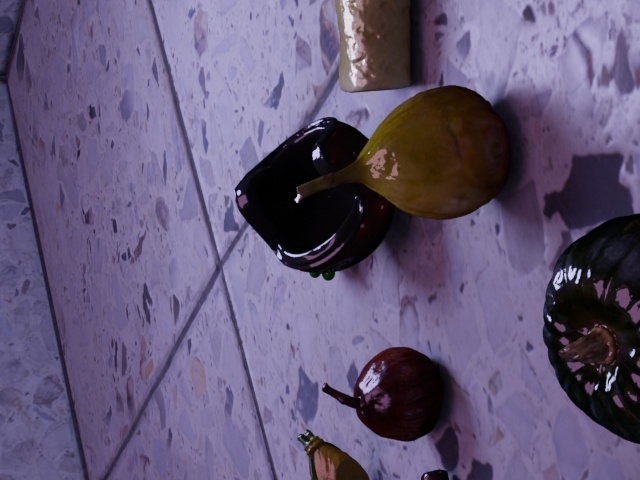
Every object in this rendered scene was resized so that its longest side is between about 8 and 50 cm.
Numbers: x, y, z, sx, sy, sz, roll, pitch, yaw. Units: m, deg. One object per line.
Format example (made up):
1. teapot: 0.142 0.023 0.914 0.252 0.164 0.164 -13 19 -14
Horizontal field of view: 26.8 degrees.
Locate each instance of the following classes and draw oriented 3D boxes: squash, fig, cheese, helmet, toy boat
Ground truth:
1. squash: 0.302 0.083 1.231 0.218 0.172 0.218 2 94 34
2. fig: 0.096 0.196 1.771 0.128 0.150 0.128 -26 48 32
3. cheese: 0.067 -0.279 1.768 0.123 0.094 0.167 17 111 62
4. helmet: 0.004 -0.060 1.828 0.189 0.193 0.216 -26 61 34
5. fig: 0.091 -0.087 1.574 0.159 0.257 0.159 163 90 -77
6. toy boat: 0.027 0.377 1.984 0.088 0.089 0.229 13 132 47

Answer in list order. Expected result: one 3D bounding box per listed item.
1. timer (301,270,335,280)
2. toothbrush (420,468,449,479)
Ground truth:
1. timer: 0.000 0.000 1.979 0.136 0.099 0.136 55 155 41
2. toothbrush: 0.178 0.478 1.745 0.041 0.041 0.364 160 101 -65
